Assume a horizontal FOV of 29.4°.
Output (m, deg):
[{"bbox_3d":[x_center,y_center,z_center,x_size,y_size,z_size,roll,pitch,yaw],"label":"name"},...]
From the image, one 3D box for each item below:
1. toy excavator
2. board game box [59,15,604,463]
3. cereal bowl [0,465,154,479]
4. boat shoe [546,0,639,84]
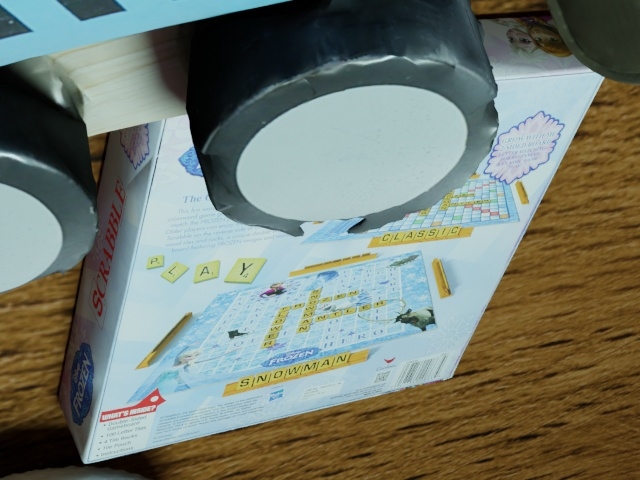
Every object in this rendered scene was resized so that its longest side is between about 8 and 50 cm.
[{"bbox_3d":[-0.028,-0.200,0.310,0.432,0.222,0.445,-13,151,2],"label":"toy excavator"},{"bbox_3d":[0.000,0.000,0.829,0.318,0.066,0.318,-8,138,-31],"label":"board game box"},{"bbox_3d":[-0.236,0.282,0.908,0.339,0.141,0.339,-23,144,-18],"label":"cereal bowl"},{"bbox_3d":[0.159,-0.230,0.670,0.104,0.110,0.307,-52,144,-21],"label":"boat shoe"}]
